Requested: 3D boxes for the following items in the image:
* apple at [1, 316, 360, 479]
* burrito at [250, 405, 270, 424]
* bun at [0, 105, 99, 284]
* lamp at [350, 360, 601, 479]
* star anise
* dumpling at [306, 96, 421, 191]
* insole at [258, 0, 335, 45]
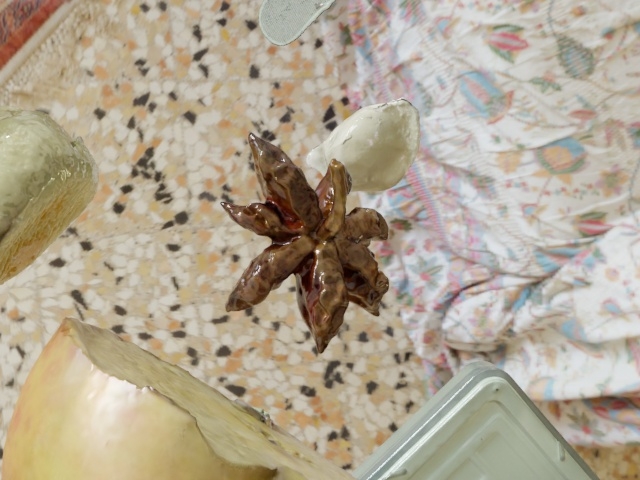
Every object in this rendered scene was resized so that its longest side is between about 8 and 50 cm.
[{"bbox_3d":[-0.063,0.184,0.493,0.293,0.251,0.163,34,81,-11],"label":"apple"},{"bbox_3d":[-0.115,0.280,1.302,0.044,0.118,0.074,47,50,-2],"label":"burrito"},{"bbox_3d":[-0.363,-0.049,0.936,0.153,0.244,0.244,42,74,-5],"label":"bun"},{"bbox_3d":[0.147,0.290,0.848,0.266,0.047,0.269,-44,109,-4],"label":"lamp"},{"bbox_3d":[-0.005,0.004,0.839,0.212,0.111,0.196,34,78,-37],"label":"star anise"},{"bbox_3d":[0.077,-0.141,1.364,0.199,0.118,0.136,-23,109,23],"label":"dumpling"},{"bbox_3d":[0.021,-0.274,0.833,0.003,0.232,0.080,-14,73,-58],"label":"insole"}]
